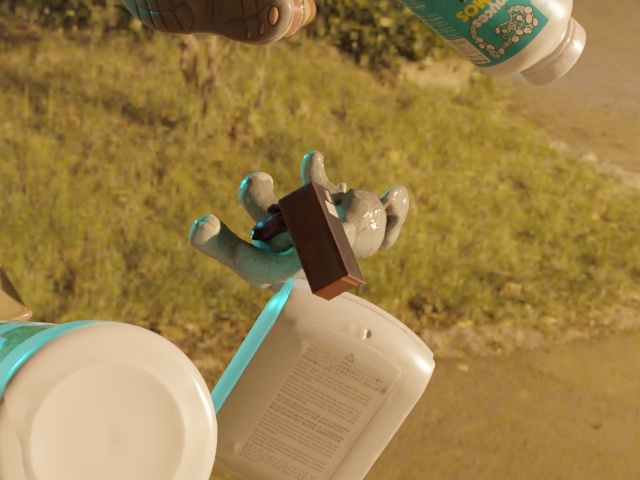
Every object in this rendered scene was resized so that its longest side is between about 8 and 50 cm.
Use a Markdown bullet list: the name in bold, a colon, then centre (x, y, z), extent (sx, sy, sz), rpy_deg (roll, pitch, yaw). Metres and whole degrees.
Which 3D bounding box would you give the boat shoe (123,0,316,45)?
- **boat shoe**: centre (-0.148, -0.338, 1.558), extent (0.324, 0.123, 0.116), rpy_deg (25, 24, 30)

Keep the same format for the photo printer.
- **photo printer**: centre (-0.006, 0.214, 1.588), extent (0.256, 0.307, 0.107), rpy_deg (28, 20, -9)

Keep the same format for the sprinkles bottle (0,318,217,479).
- **sprinkles bottle**: centre (-0.178, 0.111, 0.722), extent (0.121, 0.121, 0.355), rpy_deg (-3, -2, -25)

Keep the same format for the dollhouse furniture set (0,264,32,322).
- **dollhouse furniture set**: centre (-0.603, 0.125, 1.867), extent (0.212, 0.242, 0.161), rpy_deg (-25, 78, -43)

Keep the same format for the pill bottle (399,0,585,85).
- **pill bottle**: centre (0.192, -0.291, 1.310), extent (0.264, 0.146, 0.146), rpy_deg (33, 11, -28)

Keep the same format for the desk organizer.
- **desk organizer**: centre (0.000, 0.000, 1.303), extent (0.047, 0.050, 0.130), rpy_deg (27, 38, -60)

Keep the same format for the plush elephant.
- **plush elephant**: centre (-0.006, -0.021, 1.865), extent (0.330, 0.255, 0.272), rpy_deg (47, 31, 5)
